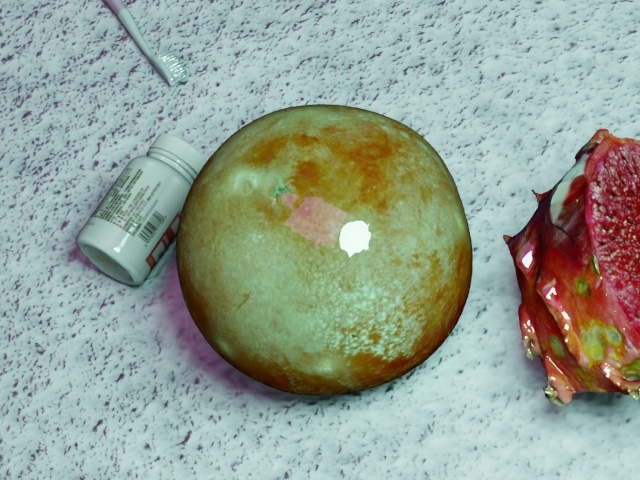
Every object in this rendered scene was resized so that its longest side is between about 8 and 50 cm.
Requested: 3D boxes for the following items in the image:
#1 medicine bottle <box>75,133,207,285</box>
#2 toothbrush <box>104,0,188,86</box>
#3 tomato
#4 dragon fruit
[{"bbox_3d":[-0.171,-0.032,1.778,0.079,0.079,0.140,22,68,28],"label":"medicine bottle"},{"bbox_3d":[-0.222,-0.259,1.967,0.025,0.020,0.286,-31,56,-13],"label":"toothbrush"},{"bbox_3d":[0.000,0.000,1.621,0.270,0.223,0.270,-10,58,16],"label":"tomato"},{"bbox_3d":[0.213,0.025,1.562,0.161,0.126,0.274,-37,28,41],"label":"dragon fruit"}]
